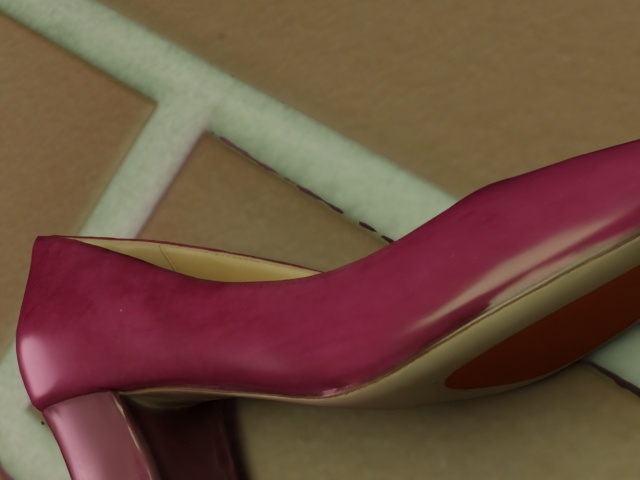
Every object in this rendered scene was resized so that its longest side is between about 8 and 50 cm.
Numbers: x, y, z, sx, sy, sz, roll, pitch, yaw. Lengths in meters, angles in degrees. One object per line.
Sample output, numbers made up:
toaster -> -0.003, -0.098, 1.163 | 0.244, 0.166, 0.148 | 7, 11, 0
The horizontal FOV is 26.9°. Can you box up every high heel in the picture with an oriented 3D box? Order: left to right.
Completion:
high heel -> 0.000, 0.000, 0.596 | 0.377, 0.127, 0.181 | -29, 67, 25
